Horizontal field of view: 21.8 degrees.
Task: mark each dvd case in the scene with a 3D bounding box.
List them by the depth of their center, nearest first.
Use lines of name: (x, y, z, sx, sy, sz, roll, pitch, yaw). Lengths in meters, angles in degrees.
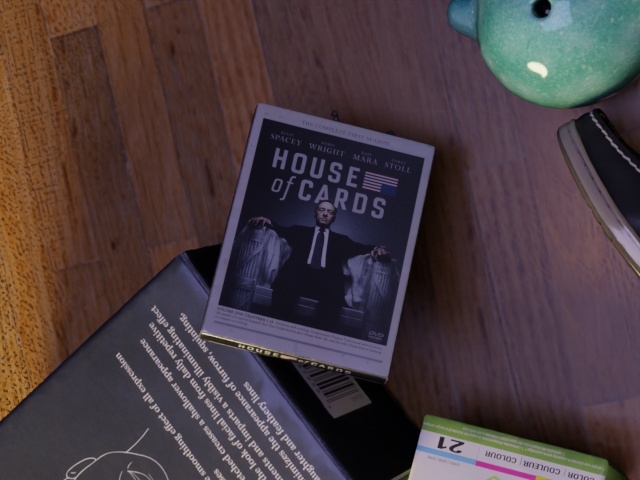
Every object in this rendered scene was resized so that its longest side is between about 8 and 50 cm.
dvd case: (0.000, 0.000, 1.556, 0.179, 0.029, 0.239, 14, 70, -3)

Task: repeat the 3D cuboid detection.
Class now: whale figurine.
whale figurine: (0.202, -0.254, 1.522, 0.216, 0.141, 0.272, -25, 84, 24)

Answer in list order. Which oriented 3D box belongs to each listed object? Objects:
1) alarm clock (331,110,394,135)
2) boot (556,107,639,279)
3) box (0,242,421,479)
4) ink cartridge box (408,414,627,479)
alarm clock: (0.031, -0.022, 1.661, 0.129, 0.064, 0.192, 24, 100, 18)
boot: (0.413, -0.035, 1.450, 0.284, 0.138, 0.377, -43, 64, 15)
box: (-0.138, 0.234, 1.682, 0.395, 0.212, 0.293, -41, 78, 21)
ink cartridge box: (0.166, 0.315, 1.576, 0.188, 0.097, 0.255, 12, 80, 23)
